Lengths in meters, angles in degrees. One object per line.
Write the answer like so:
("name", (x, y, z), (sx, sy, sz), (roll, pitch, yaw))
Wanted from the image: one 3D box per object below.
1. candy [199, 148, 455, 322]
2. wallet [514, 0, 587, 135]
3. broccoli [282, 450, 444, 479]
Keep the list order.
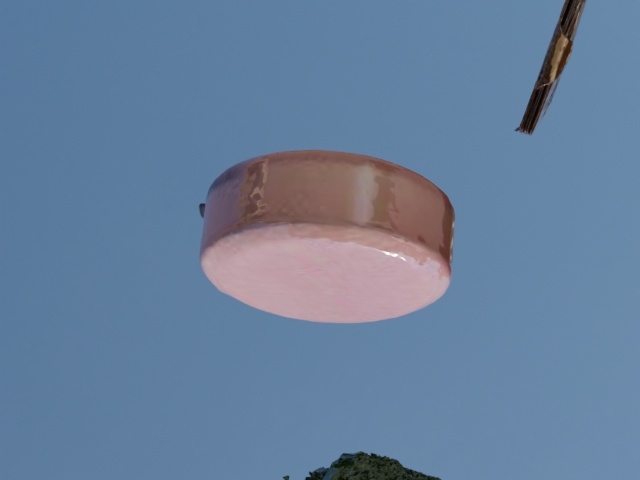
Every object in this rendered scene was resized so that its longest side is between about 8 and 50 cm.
("candy", (0.000, 0.000, 1.762), (0.255, 0.255, 0.094), (20, -118, -30))
("wallet", (0.238, -0.191, 1.836), (0.026, 0.176, 0.095), (22, -157, 8))
("broccoli", (0.049, 0.310, 1.555), (0.294, 0.245, 0.265), (-22, -114, -40))
